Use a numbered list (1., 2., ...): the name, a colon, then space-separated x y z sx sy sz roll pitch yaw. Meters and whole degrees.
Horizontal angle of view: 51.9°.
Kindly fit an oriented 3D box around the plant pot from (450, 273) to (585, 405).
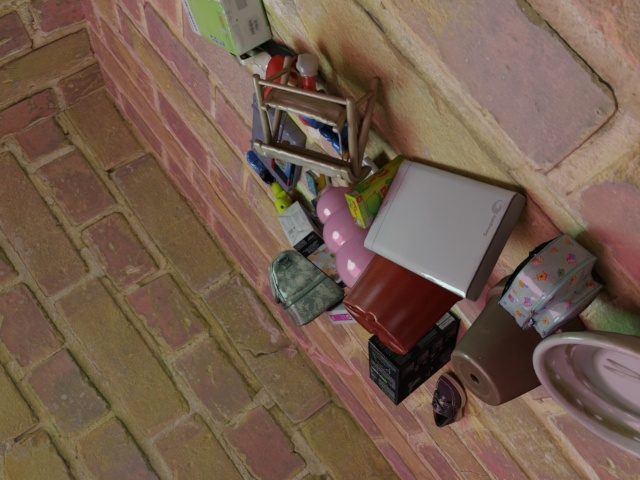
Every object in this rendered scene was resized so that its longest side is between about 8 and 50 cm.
1. plant pot: 0.423 0.245 1.472 0.263 0.229 0.263 47 161 22

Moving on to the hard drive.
1. hard drive: 0.254 -0.035 1.438 0.047 0.232 0.353 23 -177 -37

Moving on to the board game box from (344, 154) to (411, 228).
1. board game box: 0.150 -0.119 1.589 0.043 0.181 0.092 29 149 49

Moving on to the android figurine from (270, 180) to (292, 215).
1. android figurine: -0.108 -0.077 2.385 0.248 0.056 0.272 65 -178 -80

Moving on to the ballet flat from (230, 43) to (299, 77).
1. ballet flat: -0.165 -0.505 1.845 0.280 0.096 0.095 37 154 42

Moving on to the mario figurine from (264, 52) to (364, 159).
1. mario figurine: -0.002 -0.372 1.700 0.320 0.170 0.198 43 124 5

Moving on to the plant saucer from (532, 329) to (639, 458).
1. plant saucer: 0.600 0.280 1.221 0.401 0.100 0.400 34 157 17

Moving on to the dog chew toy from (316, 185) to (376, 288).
1. dog chew toy: 0.103 -0.015 1.885 0.331 0.207 0.206 59 163 16

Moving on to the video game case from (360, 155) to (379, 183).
1. video game case: 0.162 -0.124 1.749 0.183 0.023 0.201 54 173 4

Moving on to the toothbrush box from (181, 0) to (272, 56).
1. toothbrush box: -0.279 -0.660 1.820 0.283 0.122 0.206 37 155 42

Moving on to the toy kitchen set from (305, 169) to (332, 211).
1. toy kitchen set: 0.028 -0.103 2.016 0.207 0.122 0.166 41 157 36

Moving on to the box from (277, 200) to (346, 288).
1. box: -0.001 0.017 2.134 0.290 0.087 0.169 43 -168 -41

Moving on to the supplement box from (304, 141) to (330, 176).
1. supplement box: -0.011 -0.242 1.970 0.098 0.062 0.036 45 161 29

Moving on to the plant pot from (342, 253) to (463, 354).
1. plant pot: 0.213 0.119 1.624 0.272 0.265 0.272 39 168 10

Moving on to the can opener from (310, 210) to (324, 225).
1. can opener: 0.000 0.000 2.385 0.283 0.076 0.095 83 179 -56

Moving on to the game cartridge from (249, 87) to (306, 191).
1. game cartridge: -0.147 -0.319 2.188 0.230 0.068 0.355 55 162 14

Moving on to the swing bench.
1. swing bench: -0.014 -0.268 1.550 0.253 0.165 0.254 18 127 21

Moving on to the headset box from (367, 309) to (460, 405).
1. headset box: 0.275 0.329 1.958 0.131 0.246 0.283 44 160 30

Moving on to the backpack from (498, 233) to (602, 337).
1. backpack: 0.439 0.083 1.243 0.144 0.166 0.188 48 162 30

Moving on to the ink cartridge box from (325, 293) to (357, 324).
1. ink cartridge box: 0.146 0.199 2.157 0.069 0.176 0.371 55 162 -1

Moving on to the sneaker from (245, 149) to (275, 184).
1. sneaker: -0.217 -0.270 2.435 0.152 0.058 0.085 57 168 -20

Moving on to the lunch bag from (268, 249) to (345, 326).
1. lunch bag: -0.076 0.154 2.334 0.256 0.213 0.305 54 173 2

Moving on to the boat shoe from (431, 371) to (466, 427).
1. boat shoe: 0.420 0.546 2.207 0.103 0.092 0.285 42 158 35
